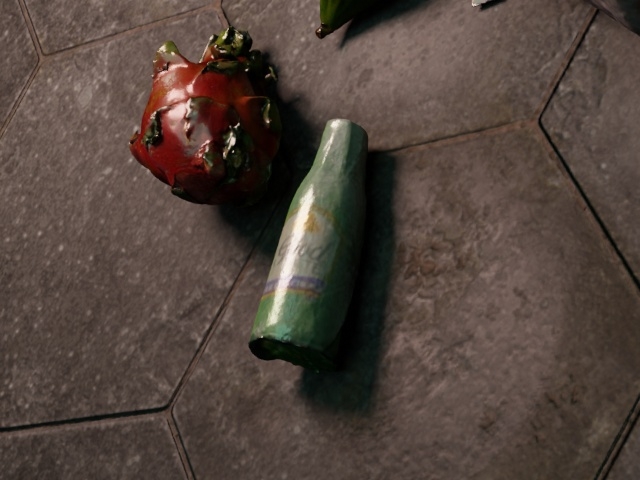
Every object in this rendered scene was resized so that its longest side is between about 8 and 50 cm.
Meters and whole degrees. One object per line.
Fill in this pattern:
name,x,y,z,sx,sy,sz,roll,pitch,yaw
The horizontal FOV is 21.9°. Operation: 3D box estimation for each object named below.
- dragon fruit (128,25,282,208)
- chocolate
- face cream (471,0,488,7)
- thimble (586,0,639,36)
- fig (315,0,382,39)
dragon fruit,-0.122,-0.164,2.043,0.200,0.198,0.269,-3,53,49
chocolate,0.000,0.000,1.915,0.110,0.110,0.291,-1,67,38
face cream,0.192,-0.331,1.966,0.038,0.020,0.115,-18,61,31
thimble,0.347,-0.318,1.689,0.157,0.245,0.217,40,131,43
fig,0.042,-0.329,2.042,0.177,0.117,0.117,-59,43,31
